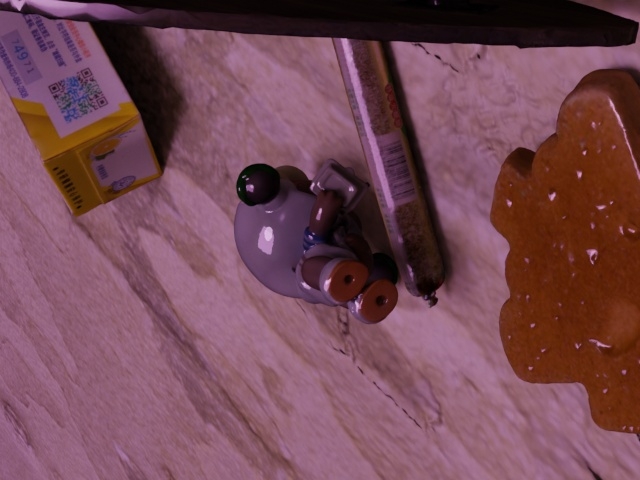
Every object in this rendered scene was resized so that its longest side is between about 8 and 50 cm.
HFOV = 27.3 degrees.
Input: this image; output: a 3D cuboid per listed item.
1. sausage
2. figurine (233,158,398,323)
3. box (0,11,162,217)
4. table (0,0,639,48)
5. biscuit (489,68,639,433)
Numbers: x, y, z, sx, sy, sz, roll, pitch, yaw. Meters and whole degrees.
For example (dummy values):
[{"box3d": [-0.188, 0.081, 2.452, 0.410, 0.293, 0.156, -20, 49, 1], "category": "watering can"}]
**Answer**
[{"box3d": [0.039, -0.080, 0.878, 0.033, 0.032, 0.269, 5, 114, 61], "category": "sausage"}, {"box3d": [0.001, -0.001, 0.922, 0.147, 0.093, 0.197, 38, 171, -26], "category": "figurine"}, {"box3d": [-0.257, -0.172, 1.235, 0.265, 0.097, 0.168, 60, 173, 16], "category": "box"}, {"box3d": [-0.016, -0.236, 0.625, 0.317, 0.317, 0.249, 26, 118, 53], "category": "table"}, {"box3d": [0.176, 0.032, 0.703, 0.239, 0.041, 0.212, 47, 141, 36], "category": "biscuit"}]
